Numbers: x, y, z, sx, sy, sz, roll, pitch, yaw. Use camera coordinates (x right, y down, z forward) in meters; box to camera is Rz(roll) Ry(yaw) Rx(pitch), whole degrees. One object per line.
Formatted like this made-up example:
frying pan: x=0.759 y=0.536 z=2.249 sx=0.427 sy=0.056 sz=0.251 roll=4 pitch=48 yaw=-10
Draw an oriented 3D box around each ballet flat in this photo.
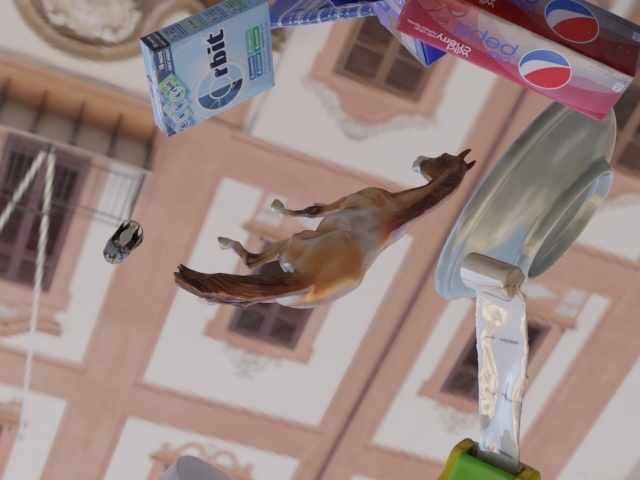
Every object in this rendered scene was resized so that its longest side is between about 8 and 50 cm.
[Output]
ballet flat: x=-0.266 y=-0.006 z=1.580 sx=0.041 sy=0.041 sz=0.114 roll=24 pitch=-151 yaw=-1

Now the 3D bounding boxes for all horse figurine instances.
horse figurine: x=0.000 y=0.000 z=0.973 sx=0.174 sy=0.066 sz=0.263 roll=2 pitch=-154 yaw=41

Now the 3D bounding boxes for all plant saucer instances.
plant saucer: x=0.334 y=-0.049 z=1.699 sx=0.100 sy=0.400 sz=0.400 roll=39 pitch=-148 yaw=21

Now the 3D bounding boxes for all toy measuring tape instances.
toy measuring tape: x=0.087 y=0.176 z=0.747 sx=0.121 sy=0.330 sz=0.121 roll=-3 pitch=-155 yaw=1

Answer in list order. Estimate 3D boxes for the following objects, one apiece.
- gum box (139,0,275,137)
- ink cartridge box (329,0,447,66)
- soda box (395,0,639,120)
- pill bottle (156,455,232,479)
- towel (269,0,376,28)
gum box: x=-0.154 y=-0.248 z=1.598 sx=0.184 sy=0.157 sz=0.041 roll=-30 pitch=-126 yaw=-21
ink cartridge box: x=0.165 y=-0.418 z=1.511 sx=0.270 sy=0.395 sz=0.151 roll=53 pitch=175 yaw=29
soda box: x=0.225 y=-0.239 z=1.289 sx=0.263 sy=0.083 sz=0.092 roll=24 pitch=-125 yaw=-1
pill bottle: x=-0.208 y=0.386 z=1.261 sx=0.169 sy=0.301 sz=0.169 roll=42 pitch=-172 yaw=-7
towel: x=0.086 y=-0.416 z=1.823 sx=0.336 sy=0.040 sz=0.243 roll=-2 pitch=-147 yaw=32
